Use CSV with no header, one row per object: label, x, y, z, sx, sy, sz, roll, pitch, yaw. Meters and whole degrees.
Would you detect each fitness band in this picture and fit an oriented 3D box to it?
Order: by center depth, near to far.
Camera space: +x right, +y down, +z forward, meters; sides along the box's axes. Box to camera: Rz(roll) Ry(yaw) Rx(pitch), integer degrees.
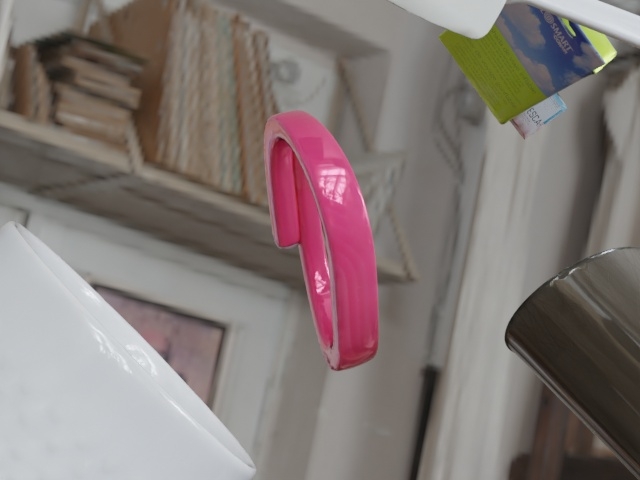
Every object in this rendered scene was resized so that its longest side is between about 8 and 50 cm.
fitness band,0.000,0.000,1.483,0.054,0.209,0.291,-16,-45,-11

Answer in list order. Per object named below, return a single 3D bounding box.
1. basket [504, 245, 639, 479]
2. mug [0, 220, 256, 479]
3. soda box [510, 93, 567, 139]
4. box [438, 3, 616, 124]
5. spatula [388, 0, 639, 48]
basket,0.317,0.139,1.420,0.204,0.227,0.154,-5,-43,-42
mug,-0.267,0.191,1.180,0.276,0.328,0.374,47,-5,-9
soda box,0.211,-0.197,1.684,0.063,0.183,0.058,-36,-49,11
box,0.192,-0.183,1.356,0.109,0.042,0.178,54,-28,-4
spatula,0.119,-0.154,0.683,0.242,0.168,0.019,17,-25,-25
